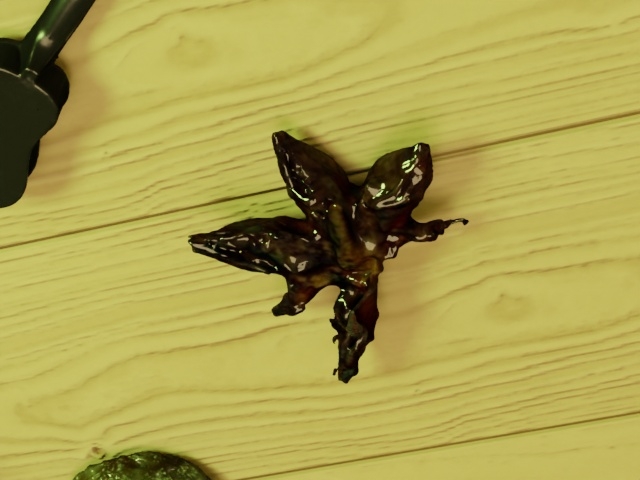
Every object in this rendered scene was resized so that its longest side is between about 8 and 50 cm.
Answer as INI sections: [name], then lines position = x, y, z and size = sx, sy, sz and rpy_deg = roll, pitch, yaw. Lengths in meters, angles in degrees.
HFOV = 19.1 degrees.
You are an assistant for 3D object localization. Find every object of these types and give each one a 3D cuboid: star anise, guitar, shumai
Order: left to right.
[guitar]
position = -0.168, -0.122, 1.173
size = 0.084, 0.038, 0.271
rpy_deg = 29, 126, -17
[shumai]
position = -0.133, 0.217, 1.408
size = 0.124, 0.087, 0.099
rpy_deg = -9, 125, 12
[star anise]
position = 0.000, -0.003, 1.238
size = 0.157, 0.053, 0.212
rpy_deg = 24, 129, -13
